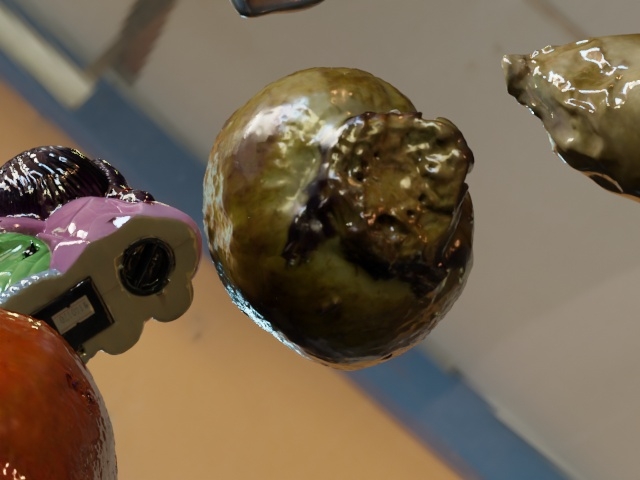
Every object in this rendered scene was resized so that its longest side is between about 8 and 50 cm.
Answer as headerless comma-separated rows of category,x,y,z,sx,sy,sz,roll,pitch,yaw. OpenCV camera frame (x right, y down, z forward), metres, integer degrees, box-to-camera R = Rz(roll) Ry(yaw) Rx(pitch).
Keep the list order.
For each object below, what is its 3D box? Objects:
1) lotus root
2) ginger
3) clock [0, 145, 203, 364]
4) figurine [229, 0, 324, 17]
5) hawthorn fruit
lotus root,0.000,0.000,0.738,0.190,0.094,0.108,133,-53,-75
ginger,0.230,-0.056,0.981,0.270,0.123,0.219,-1,-17,-9
clock,-0.205,0.014,1.426,0.195,0.194,0.100,35,-28,54
figurine,0.006,-0.250,1.321,0.193,0.265,0.140,50,-57,24
hawthorn fruit,-0.209,0.148,1.018,0.211,0.211,0.299,52,5,-17
